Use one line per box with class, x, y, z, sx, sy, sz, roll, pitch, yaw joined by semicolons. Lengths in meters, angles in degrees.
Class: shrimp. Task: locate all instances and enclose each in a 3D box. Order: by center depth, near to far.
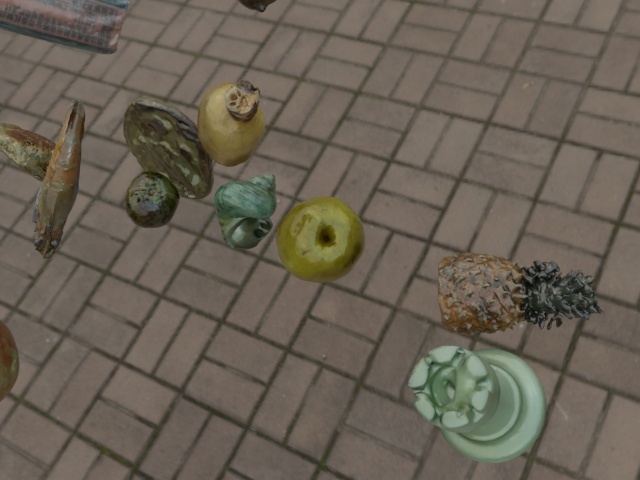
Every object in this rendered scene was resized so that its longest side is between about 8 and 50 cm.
shrimp;-0.383;-0.090;1.042;0.251;0.052;0.143;-64;24;20

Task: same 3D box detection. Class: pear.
pear;0.000;0.000;1.177;0.149;0.162;0.149;1;84;-8

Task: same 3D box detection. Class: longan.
longan;-0.129;-0.525;1.450;0.113;0.092;0.113;2;93;30

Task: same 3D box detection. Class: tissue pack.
tissue pack;-0.437;-0.340;0.921;0.228;0.316;0.103;39;115;52

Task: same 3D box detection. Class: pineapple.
pineapple;0.348;0.089;1.239;0.279;0.158;0.157;-4;59;17

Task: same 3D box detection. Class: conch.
conch;-0.177;-0.077;1.696;0.188;0.176;0.122;-37;32;36

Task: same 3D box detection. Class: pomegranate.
pomegranate;-0.421;-0.094;1.685;0.163;0.125;0.138;-8;66;27

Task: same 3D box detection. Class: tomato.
tomato;-0.872;0.298;1.754;0.223;0.270;0.270;-10;57;0

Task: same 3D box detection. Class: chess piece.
chess piece;0.245;0.251;1.125;0.195;0.299;0.194;-9;68;24

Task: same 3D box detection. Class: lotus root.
lotus root;-0.187;-0.233;1.432;0.131;0.303;0.146;-26;86;-14

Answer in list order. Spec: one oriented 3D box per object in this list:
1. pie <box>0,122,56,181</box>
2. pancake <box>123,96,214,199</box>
pie;-0.613;-0.191;1.474;0.079;0.163;0.193;-55;24;4
pancake;-0.375;-0.230;1.731;0.294;0.294;0.049;20;52;24
